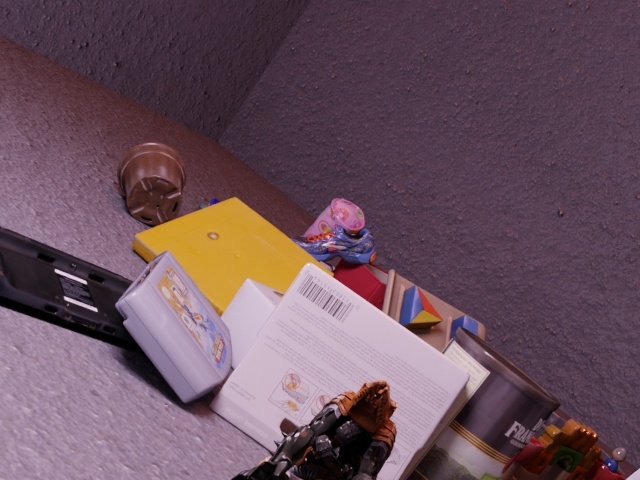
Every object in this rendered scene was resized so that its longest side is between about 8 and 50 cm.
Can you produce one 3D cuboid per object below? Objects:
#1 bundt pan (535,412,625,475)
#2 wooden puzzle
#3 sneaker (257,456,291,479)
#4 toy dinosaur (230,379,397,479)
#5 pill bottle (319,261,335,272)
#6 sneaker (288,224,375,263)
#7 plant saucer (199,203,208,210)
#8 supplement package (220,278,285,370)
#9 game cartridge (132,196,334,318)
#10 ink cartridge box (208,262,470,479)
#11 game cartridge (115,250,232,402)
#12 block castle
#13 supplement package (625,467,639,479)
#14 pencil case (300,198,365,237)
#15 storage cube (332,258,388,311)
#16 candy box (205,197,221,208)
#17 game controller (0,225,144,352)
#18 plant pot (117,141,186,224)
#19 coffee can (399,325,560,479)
[{"bbox_3d":[0.609,0.546,2.219,0.331,0.124,0.331,34,6,-4],"label":"bundt pan"},{"bbox_3d":[0.276,0.265,2.014,0.348,0.080,0.322,33,49,-25],"label":"wooden puzzle"},{"bbox_3d":[-0.053,0.316,1.169,0.083,0.032,0.037,15,34,-56],"label":"sneaker"},{"bbox_3d":[0.019,0.255,1.062,0.164,0.218,0.321,22,-42,29],"label":"toy dinosaur"},{"bbox_3d":[-0.023,0.097,2.368,0.194,0.108,0.108,32,8,-20],"label":"pill bottle"},{"bbox_3d":[0.029,0.001,2.114,0.221,0.087,0.083,2,23,-10],"label":"sneaker"},{"bbox_3d":[-0.307,-0.066,2.501,0.119,0.021,0.119,35,8,-5],"label":"plant saucer"},{"bbox_3d":[-0.054,0.188,1.551,0.244,0.133,0.139,27,10,-45],"label":"supplement package"},{"bbox_3d":[-0.169,0.049,1.742,0.324,0.052,0.285,39,40,25],"label":"game cartridge"},{"bbox_3d":[0.028,0.221,1.282,0.296,0.261,0.066,35,-6,2],"label":"ink cartridge box"},{"bbox_3d":[-0.211,0.129,1.310,0.198,0.062,0.297,51,6,-10],"label":"game cartridge"},{"bbox_3d":[0.553,0.527,1.745,0.453,0.212,0.303,28,10,-42],"label":"block castle"},{"bbox_3d":[0.456,0.489,1.240,0.198,0.262,0.199,24,24,-53],"label":"supplement package"},{"bbox_3d":[0.000,0.000,2.434,0.124,0.284,0.124,26,41,-25],"label":"pencil case"},{"bbox_3d":[0.117,0.172,2.178,0.184,0.193,0.215,29,8,-34],"label":"storage cube"},{"bbox_3d":[-0.162,0.046,2.038,0.317,0.122,0.268,35,8,-8],"label":"candy box"},{"bbox_3d":[-0.369,0.073,1.253,0.319,0.067,0.166,28,24,-40],"label":"game controller"},{"bbox_3d":[-0.392,-0.124,2.023,0.167,0.167,0.165,31,16,-26],"label":"plant pot"},{"bbox_3d":[0.224,0.309,1.404,0.202,0.275,0.201,36,5,-4],"label":"coffee can"}]
